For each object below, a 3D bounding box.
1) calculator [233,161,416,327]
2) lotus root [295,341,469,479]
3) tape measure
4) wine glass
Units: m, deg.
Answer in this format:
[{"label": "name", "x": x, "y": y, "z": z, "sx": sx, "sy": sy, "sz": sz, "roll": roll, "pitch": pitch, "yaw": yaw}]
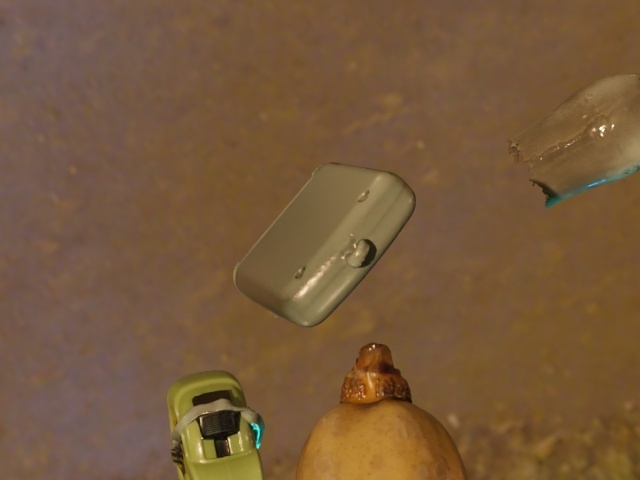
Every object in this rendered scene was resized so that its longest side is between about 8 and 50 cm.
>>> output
[{"label": "calculator", "x": 0.000, "y": 0.000, "z": 1.583, "sx": 0.141, "sy": 0.045, "sz": 0.246, "roll": -51, "pitch": -167, "yaw": -6}, {"label": "lotus root", "x": 0.060, "y": 0.262, "z": 1.829, "sx": 0.169, "sy": 0.342, "sz": 0.151, "roll": -10, "pitch": 154, "yaw": 5}, {"label": "tape measure", "x": -0.112, "y": 0.231, "z": 2.201, "sx": 0.106, "sy": 0.175, "sz": 0.200, "roll": -10, "pitch": 179, "yaw": -8}, {"label": "wine glass", "x": 0.297, "y": -0.114, "z": 1.931, "sx": 0.222, "sy": 0.103, "sz": 0.103, "roll": -29, "pitch": 153, "yaw": 17}]
